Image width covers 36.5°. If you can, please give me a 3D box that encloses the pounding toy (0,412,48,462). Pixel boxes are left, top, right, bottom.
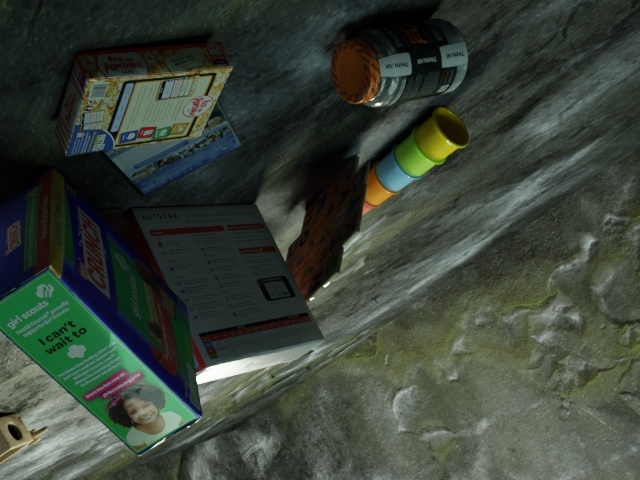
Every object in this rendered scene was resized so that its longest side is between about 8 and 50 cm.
[{"bbox_3d":[-0.763,0.473,2.380,0.181,0.094,0.206,-35,173,6],"label":"pounding toy"}]

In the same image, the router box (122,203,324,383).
[{"bbox_3d":[-0.176,0.085,1.715,0.082,0.301,0.335,-37,162,31],"label":"router box"}]

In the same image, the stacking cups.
[{"bbox_3d":[0.152,-0.145,1.951,0.316,0.096,0.096,-36,163,37],"label":"stacking cups"}]

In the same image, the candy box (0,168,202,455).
[{"bbox_3d":[-0.308,0.093,1.332,0.122,0.268,0.317,-34,123,8],"label":"candy box"}]

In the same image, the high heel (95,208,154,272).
[{"bbox_3d":[-0.428,0.072,1.462,0.377,0.181,0.127,-19,162,-31],"label":"high heel"}]

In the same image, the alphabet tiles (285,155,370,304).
[{"bbox_3d":[0.000,0.000,1.896,0.011,0.285,0.342,24,142,-17],"label":"alphabet tiles"}]

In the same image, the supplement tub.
[{"bbox_3d":[0.116,-0.262,1.442,0.190,0.117,0.117,-17,162,-36],"label":"supplement tub"}]

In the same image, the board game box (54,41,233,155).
[{"bbox_3d":[-0.222,-0.177,1.219,0.193,0.045,0.147,-12,153,-34],"label":"board game box"}]

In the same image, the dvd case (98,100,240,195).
[{"bbox_3d":[-0.221,-0.147,1.417,0.180,0.022,0.253,-27,165,-1],"label":"dvd case"}]
